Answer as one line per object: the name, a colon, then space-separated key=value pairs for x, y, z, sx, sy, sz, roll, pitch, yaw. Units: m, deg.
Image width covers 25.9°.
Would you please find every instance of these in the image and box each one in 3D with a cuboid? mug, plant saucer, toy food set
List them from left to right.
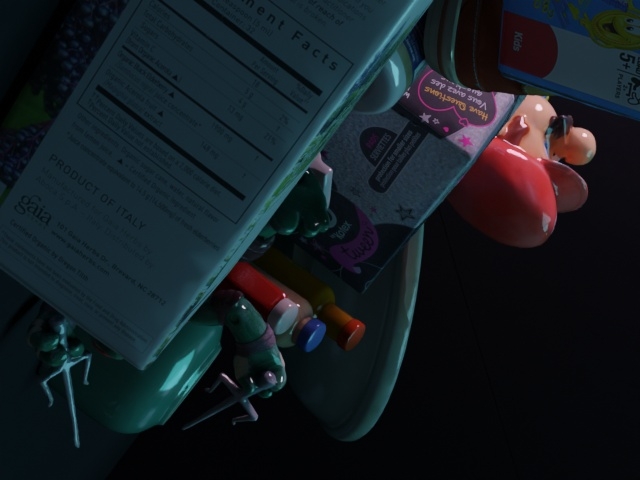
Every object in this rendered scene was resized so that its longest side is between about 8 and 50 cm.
mug: x=-0.127 y=0.071 z=1.046 sx=0.158 sy=0.097 sz=0.129 roll=-52 pitch=179 yaw=29
toy food set: x=-0.026 y=-0.003 z=0.952 sx=0.111 sy=0.104 sz=0.232 roll=-40 pitch=153 yaw=-33
plant saucer: x=0.000 y=0.000 z=1.415 sx=0.400 sy=0.100 sz=0.401 roll=-175 pitch=-90 yaw=-77

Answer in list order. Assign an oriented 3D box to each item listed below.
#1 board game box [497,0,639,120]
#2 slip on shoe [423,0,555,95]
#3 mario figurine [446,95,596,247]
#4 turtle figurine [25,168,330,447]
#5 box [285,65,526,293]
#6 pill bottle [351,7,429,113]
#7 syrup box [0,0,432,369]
board game box: x=0.190 y=-0.262 z=0.621 sx=0.302 sy=0.086 sz=0.308 roll=-52 pitch=154 yaw=-34
slip on shoe: x=0.156 y=-0.237 z=0.809 sx=0.123 sy=0.101 sz=0.331 roll=-14 pitch=124 yaw=-58
mario figurine: x=0.200 y=-0.141 z=1.291 sx=0.170 sy=0.198 sz=0.321 roll=-22 pitch=-124 yaw=38
turtle figurine: x=-0.097 y=0.033 z=0.845 sx=0.175 sy=0.118 sz=0.234 roll=-1 pitch=143 yaw=-32
box: x=0.044 y=-0.093 z=1.098 sx=0.142 sy=0.163 sz=0.247 roll=-52 pitch=179 yaw=-30
pill bottle: x=0.054 y=-0.170 z=0.902 sx=0.169 sy=0.094 sz=0.094 roll=-52 pitch=179 yaw=-26
syrup box: x=-0.025 y=-0.077 z=0.493 sx=0.237 sy=0.096 sz=0.093 roll=-53 pitch=-179 yaw=27
